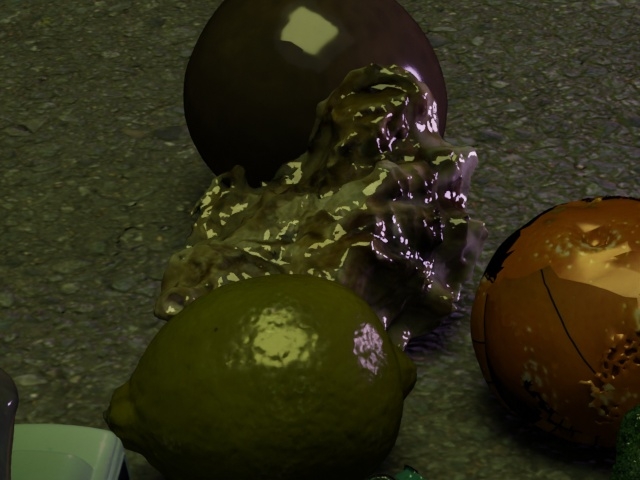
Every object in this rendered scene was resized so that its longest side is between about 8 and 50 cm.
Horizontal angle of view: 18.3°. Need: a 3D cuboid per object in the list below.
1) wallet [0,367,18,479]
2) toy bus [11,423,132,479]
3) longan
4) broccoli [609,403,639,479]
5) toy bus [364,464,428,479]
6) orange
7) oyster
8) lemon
[{"bbox_3d":[-0.301,0.256,1.209,0.083,0.360,0.252,31,23,-26],"label":"wallet"},{"bbox_3d":[-0.200,0.249,1.335,0.133,0.165,0.271,1,30,4],"label":"toy bus"},{"bbox_3d":[-0.003,-0.140,1.926,0.258,0.258,0.258,-1,30,1],"label":"longan"},{"bbox_3d":[0.326,0.192,1.380,0.270,0.270,0.270,15,3,26],"label":"broccoli"},{"bbox_3d":[0.031,0.237,1.433,0.160,0.079,0.092,-24,37,-36],"label":"toy bus"},{"bbox_3d":[0.237,0.066,1.632,0.234,0.182,0.234,-6,41,6],"label":"orange"},{"bbox_3d":[0.000,-0.001,1.717,0.351,0.115,0.238,-28,68,-30],"label":"oyster"},{"bbox_3d":[-0.044,0.118,1.541,0.248,0.184,0.184,-10,31,-9],"label":"lemon"}]
